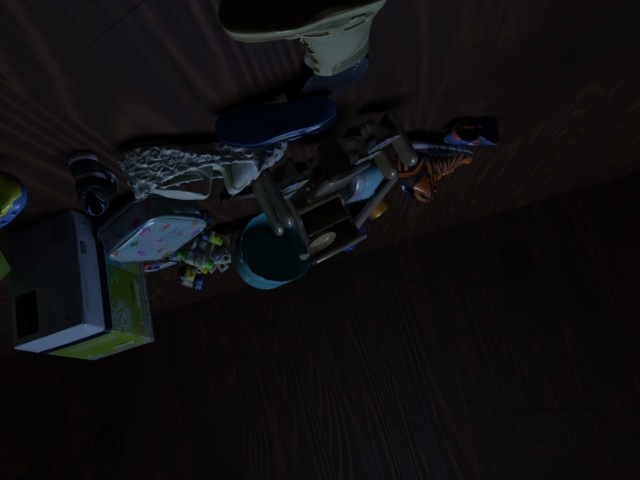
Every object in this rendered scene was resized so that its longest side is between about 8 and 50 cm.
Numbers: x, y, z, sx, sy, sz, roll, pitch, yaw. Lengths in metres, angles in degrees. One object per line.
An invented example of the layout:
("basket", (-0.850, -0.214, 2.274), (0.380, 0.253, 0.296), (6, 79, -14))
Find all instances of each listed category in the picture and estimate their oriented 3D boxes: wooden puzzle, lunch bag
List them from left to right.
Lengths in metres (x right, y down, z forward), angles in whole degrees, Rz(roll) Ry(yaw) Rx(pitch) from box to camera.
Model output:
("lunch bag", (-0.467, -0.041, 1.639), (0.224, 0.108, 0.279), (-38, 166, 18))
("wooden puzzle", (0.104, -0.062, 1.964), (0.322, 0.080, 0.348), (-50, -168, -26))

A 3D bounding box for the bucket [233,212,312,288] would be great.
("bucket", (-0.182, 0.043, 2.122), (0.281, 0.281, 0.183), (-10, 168, -26))

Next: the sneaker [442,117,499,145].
("sneaker", (0.456, -0.322, 1.739), (0.221, 0.083, 0.087), (-1, 176, -34))

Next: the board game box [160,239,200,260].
("board game box", (-0.550, 0.006, 1.954), (0.193, 0.053, 0.305), (-19, 168, 12))

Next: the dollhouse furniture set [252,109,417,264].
("dollhouse furniture set", (0.036, -0.103, 1.527), (0.362, 0.256, 0.394), (-28, 180, -16))

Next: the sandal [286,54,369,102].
("sandal", (0.001, -0.325, 1.144), (0.097, 0.054, 0.254), (-1, 172, -31))

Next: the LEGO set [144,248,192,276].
("LEGO set", (-0.570, 0.095, 2.084), (0.244, 0.060, 0.182), (-18, 166, 14))

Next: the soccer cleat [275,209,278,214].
("soccer cleat", (-0.060, -0.140, 1.743), (0.076, 0.068, 0.196), (-5, -147, 48))

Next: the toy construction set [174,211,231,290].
("toy construction set", (-0.403, 0.053, 1.956), (0.151, 0.215, 0.327), (15, 163, 5))

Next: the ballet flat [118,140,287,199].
("ballet flat", (-0.256, -0.162, 1.349), (0.409, 0.147, 0.147), (-10, 168, -30))

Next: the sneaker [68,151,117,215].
("sneaker", (-0.505, -0.105, 1.302), (0.079, 0.121, 0.217), (-14, 169, -6))

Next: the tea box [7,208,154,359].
("tea box", (-0.663, 0.137, 1.622), (0.220, 0.329, 0.323), (-19, 160, 11))

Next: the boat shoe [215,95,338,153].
("boat shoe", (-0.088, -0.232, 1.207), (0.258, 0.109, 0.089), (-1, 175, 13))

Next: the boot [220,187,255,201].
("boot", (-0.232, -0.139, 1.731), (0.114, 0.037, 0.106), (-6, 179, -28))

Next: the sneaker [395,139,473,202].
("sneaker", (0.344, -0.207, 1.778), (0.321, 0.180, 0.124), (-2, -174, -35))

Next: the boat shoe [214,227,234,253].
("boat shoe", (-0.353, -0.013, 2.125), (0.073, 0.073, 0.207), (-52, -174, -21))

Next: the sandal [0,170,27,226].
("sandal", (-0.709, -0.070, 1.230), (0.317, 0.126, 0.138), (-14, 176, 34))

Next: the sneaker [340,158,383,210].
("sneaker", (0.109, -0.161, 1.866), (0.150, 0.135, 0.366), (-16, 174, -21))

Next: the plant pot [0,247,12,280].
("plant pot", (-0.909, 0.076, 1.366), (0.293, 0.275, 0.275), (-28, 175, -26))

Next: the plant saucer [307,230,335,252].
("plant saucer", (0.000, 0.000, 1.474), (0.083, 0.015, 0.083), (-29, 158, -13))

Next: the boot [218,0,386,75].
("boot", (-0.028, -0.335, 0.931), (0.262, 0.095, 0.203), (-18, 171, -9))
